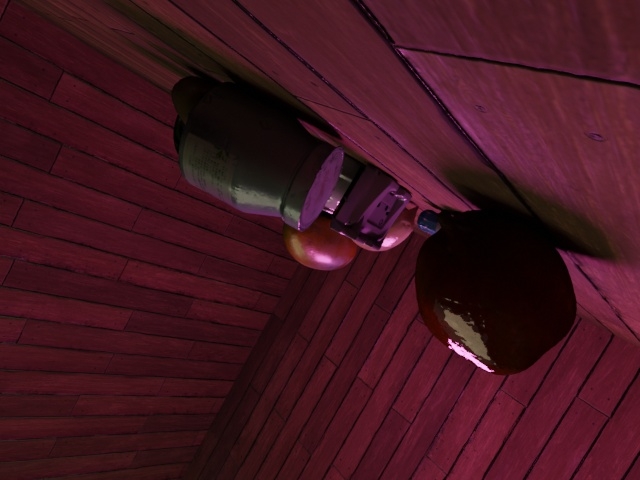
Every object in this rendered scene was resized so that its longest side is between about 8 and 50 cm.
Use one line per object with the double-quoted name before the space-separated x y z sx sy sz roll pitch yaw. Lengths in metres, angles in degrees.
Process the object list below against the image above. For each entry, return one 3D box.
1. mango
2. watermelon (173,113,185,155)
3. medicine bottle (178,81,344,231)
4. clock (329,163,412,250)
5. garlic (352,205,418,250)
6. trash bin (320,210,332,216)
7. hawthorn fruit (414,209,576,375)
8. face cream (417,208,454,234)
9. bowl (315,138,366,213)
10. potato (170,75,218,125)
"mango" 0.000 0.000 1.663 0.221 0.199 0.384 -17 152 25
"watermelon" -0.333 -0.328 1.434 0.269 0.269 0.269 29 -175 -2
"medicine bottle" -0.117 -0.172 0.980 0.290 0.245 0.245 27 -176 13
"clock" 0.138 -0.078 1.191 0.083 0.186 0.253 34 -173 31
"garlic" 0.162 -0.105 1.548 0.313 0.249 0.286 -129 21 -61
"trash bin" -0.008 -0.201 1.724 0.250 0.219 0.220 15 -166 -45
"hawthorn fruit" 0.313 0.086 0.828 0.295 0.295 0.311 31 161 26
"face cream" 0.377 -0.002 1.141 0.163 0.080 0.336 24 -173 -36
"bowl" 0.016 -0.177 1.303 0.307 0.163 0.307 26 -174 -3
"potato" -0.281 -0.331 1.189 0.235 0.160 0.178 37 157 -20
